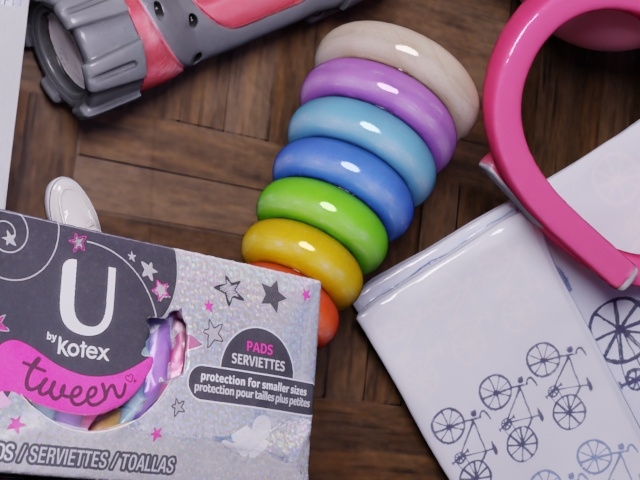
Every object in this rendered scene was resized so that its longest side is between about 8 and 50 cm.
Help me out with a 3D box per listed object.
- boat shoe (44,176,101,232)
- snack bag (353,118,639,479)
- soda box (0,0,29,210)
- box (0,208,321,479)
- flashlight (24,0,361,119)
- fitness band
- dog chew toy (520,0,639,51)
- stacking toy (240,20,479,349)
[{"bbox_3d":[-0.171,0.001,0.946,0.035,0.035,0.100,-20,99,-31],"label":"boat shoe"},{"bbox_3d":[0.240,0.098,1.135,0.343,0.037,0.323,-31,105,-8],"label":"snack bag"},{"bbox_3d":[-0.263,-0.044,0.855,0.091,0.098,0.286,9,83,-32],"label":"soda box"},{"bbox_3d":[-0.142,0.073,0.773,0.247,0.163,0.142,13,75,-39],"label":"box"},{"bbox_3d":[-0.072,-0.191,0.981,0.304,0.103,0.103,-29,100,-28],"label":"flashlight"},{"bbox_3d":[0.253,-0.084,1.052,0.291,0.054,0.209,41,92,-22],"label":"fitness band"},{"bbox_3d":[0.197,-0.310,1.103,0.332,0.207,0.206,34,71,-18],"label":"dog chew toy"},{"bbox_3d":[0.000,0.000,0.981,0.141,0.141,0.330,37,66,-25],"label":"stacking toy"}]
